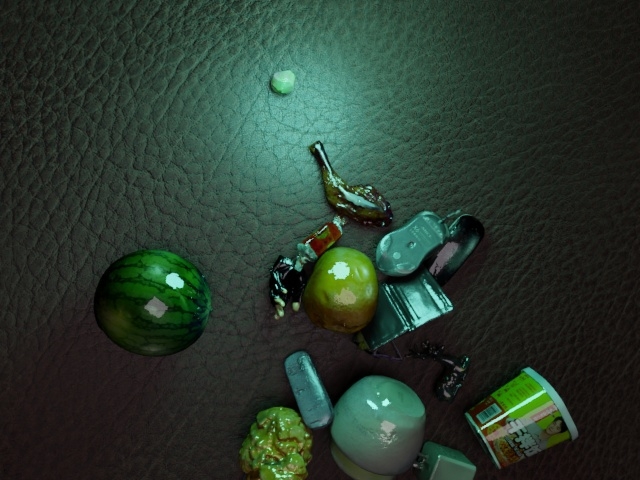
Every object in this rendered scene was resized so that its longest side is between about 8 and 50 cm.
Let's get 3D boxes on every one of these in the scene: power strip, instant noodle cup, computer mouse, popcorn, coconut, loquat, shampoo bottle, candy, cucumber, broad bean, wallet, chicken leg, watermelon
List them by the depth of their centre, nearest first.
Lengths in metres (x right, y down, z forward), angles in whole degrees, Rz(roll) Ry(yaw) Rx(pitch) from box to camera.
[{"bbox_3d":[-0.520,0.196,1.668,0.364,0.363,0.362,0,93,-10],"label":"watermelon"},{"bbox_3d":[-0.152,0.711,1.774,0.265,0.332,0.225,-30,122,7],"label":"popcorn"},{"bbox_3d":[0.078,0.172,1.803,0.276,0.276,0.283,29,48,-10],"label":"loquat"},{"bbox_3d":[0.195,0.639,1.814,0.323,0.322,0.317,16,110,-11],"label":"shampoo bottle"},{"bbox_3d":[-0.132,-0.546,1.829,0.083,0.082,0.081,43,52,-48],"label":"coconut"},{"bbox_3d":[0.273,0.225,1.863,0.323,0.247,0.041,-26,135,-2],"label":"wallet"},{"bbox_3d":[0.000,0.001,1.865,0.292,0.059,0.086,-42,103,-26],"label":"candy"},{"bbox_3d":[0.093,-0.183,1.881,0.407,0.096,0.158,43,79,-6],"label":"chicken leg"},{"bbox_3d":[0.198,0.327,1.904,0.175,0.124,0.082,-34,65,-30],"label":"broad bean"},{"bbox_3d":[0.364,-0.002,1.932,0.380,0.090,0.167,-34,79,-8],"label":"computer mouse"},{"bbox_3d":[0.174,0.398,1.952,0.133,0.032,0.032,38,86,-11],"label":"cucumber"},{"bbox_3d":[0.726,0.669,1.962,0.308,0.294,0.293,-29,97,0],"label":"instant noodle cup"},{"bbox_3d":[0.437,0.846,1.966,0.225,0.140,0.139,22,90,-11],"label":"power strip"}]

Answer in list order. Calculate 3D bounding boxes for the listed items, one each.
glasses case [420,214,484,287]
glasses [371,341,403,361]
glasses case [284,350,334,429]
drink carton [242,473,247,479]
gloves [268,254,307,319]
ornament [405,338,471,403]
[{"bbox_3d":[0.487,0.041,1.967,0.122,0.075,0.314,40,86,-8],"label":"glasses case"},{"bbox_3d":[0.253,0.385,1.947,0.140,0.063,0.103,18,68,-33],"label":"glasses"},{"bbox_3d":[-0.041,0.516,1.834,0.109,0.067,0.282,-27,56,2],"label":"glasses case"},{"bbox_3d":[-0.171,0.902,1.881,0.223,0.102,0.134,22,87,-12],"label":"drink carton"},{"bbox_3d":[-0.125,0.175,1.837,0.164,0.124,0.203,34,78,-28],"label":"gloves"},{"bbox_3d":[0.422,0.480,1.979,0.236,0.080,0.202,29,85,-13],"label":"ornament"}]
